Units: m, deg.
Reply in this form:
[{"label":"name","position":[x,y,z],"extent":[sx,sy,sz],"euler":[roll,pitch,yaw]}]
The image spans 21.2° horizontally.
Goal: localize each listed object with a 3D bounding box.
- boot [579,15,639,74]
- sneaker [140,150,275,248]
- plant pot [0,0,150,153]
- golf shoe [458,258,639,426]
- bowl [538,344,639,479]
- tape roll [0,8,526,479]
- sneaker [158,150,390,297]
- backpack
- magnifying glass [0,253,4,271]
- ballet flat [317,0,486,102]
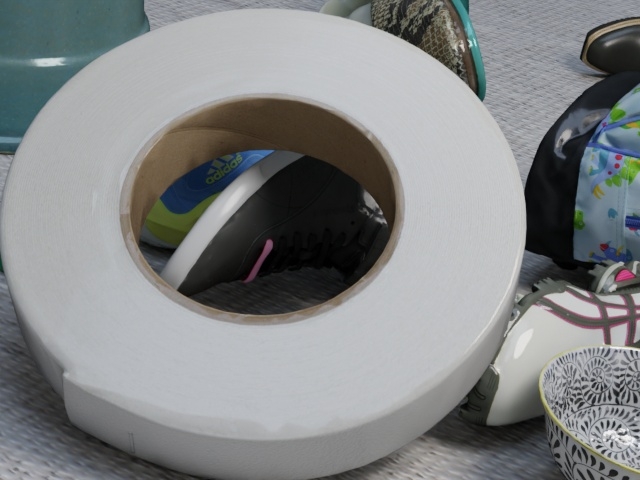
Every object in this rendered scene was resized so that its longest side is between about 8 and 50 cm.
[{"label":"boot","position":[0.416,-0.197,1.995],"extent":[0.198,0.077,0.137],"euler":[1,33,-15]},{"label":"sneaker","position":[-0.054,-0.065,1.507],"extent":[0.240,0.126,0.091],"euler":[-12,34,-36]},{"label":"plant pot","position":[-0.310,-0.307,1.665],"extent":[0.341,0.334,0.341],"euler":[8,26,-4]},{"label":"golf shoe","position":[0.217,0.089,1.330],"extent":[0.120,0.105,0.273],"euler":[34,35,30]},{"label":"bowl","position":[0.229,0.154,1.224],"extent":[0.170,0.080,0.170],"euler":[11,27,-6]},{"label":"tape roll","position":[-0.043,-0.007,1.264],"extent":[0.392,0.072,0.392],"euler":[1,55,-1]},{"label":"sneaker","position":[0.000,0.000,1.407],"extent":[0.147,0.104,0.296],"euler":[47,47,8]},{"label":"backpack","position":[0.400,-0.057,1.481],"extent":[0.355,0.273,0.290],"euler":[26,27,27]},{"label":"magnifying glass","position":[-0.180,0.027,1.397],"extent":[0.231,0.026,0.092],"euler":[26,31,27]},{"label":"ballet flat","position":[0.080,-0.225,1.875],"extent":[0.182,0.164,0.483],"euler":[-11,20,6]}]
